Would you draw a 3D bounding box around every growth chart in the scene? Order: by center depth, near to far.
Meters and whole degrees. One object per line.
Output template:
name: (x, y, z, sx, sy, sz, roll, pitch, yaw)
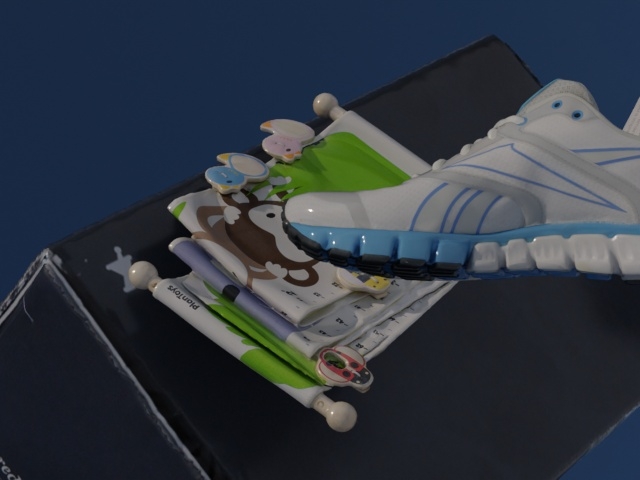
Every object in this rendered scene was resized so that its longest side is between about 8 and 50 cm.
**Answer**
growth chart: (0.000, 0.000, 0.908, 0.237, 0.172, 0.021, -44, -21, -46)

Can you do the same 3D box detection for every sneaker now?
sneaker: (0.079, -0.024, 0.651, 0.071, 0.191, 0.083, 28, -118, -80)

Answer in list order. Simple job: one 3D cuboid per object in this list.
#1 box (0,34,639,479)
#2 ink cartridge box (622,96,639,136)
box: (-0.041, 0.150, 1.167, 0.297, 0.472, 0.480, 51, -136, 9)
ink cartridge box: (0.378, -0.073, 1.241, 0.168, 0.233, 0.171, 39, -110, -26)
